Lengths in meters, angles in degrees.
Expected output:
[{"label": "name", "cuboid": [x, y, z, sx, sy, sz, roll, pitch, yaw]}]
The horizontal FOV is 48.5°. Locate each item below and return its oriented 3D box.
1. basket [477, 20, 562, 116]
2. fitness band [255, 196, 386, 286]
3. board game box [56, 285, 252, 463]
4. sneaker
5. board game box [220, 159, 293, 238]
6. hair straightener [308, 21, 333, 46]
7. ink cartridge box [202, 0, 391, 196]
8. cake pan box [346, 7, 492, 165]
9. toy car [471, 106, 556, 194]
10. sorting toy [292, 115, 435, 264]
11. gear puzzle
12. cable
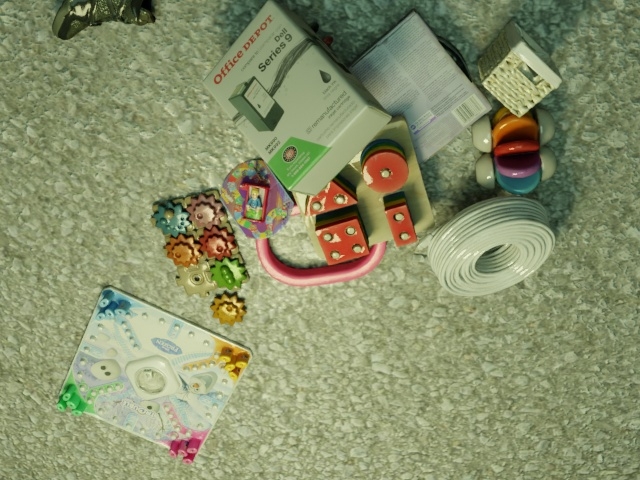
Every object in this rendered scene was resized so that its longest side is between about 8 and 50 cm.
[{"label": "basket", "cuboid": [0.363, -0.317, 1.315, 0.113, 0.167, 0.103, 38, 117, -13]}, {"label": "fitness band", "cuboid": [0.000, 0.000, 1.557, 0.291, 0.054, 0.208, -9, 115, 10]}, {"label": "board game box", "cuboid": [-0.420, 0.349, 1.760, 0.390, 0.050, 0.390, 26, 115, -8]}, {"label": "sneaker", "cuboid": [-0.407, -0.437, 1.362, 0.228, 0.087, 0.130, -36, 102, 13]}, {"label": "board game box", "cuboid": [-0.143, -0.085, 1.502, 0.133, 0.033, 0.168, -36, 83, 16]}, {"label": "hair straightener", "cuboid": [-0.077, -0.343, 1.414, 0.089, 0.047, 0.230, 48, 118, 8]}, {"label": "ink cartridge box", "cuboid": [-0.049, -0.257, 1.296, 0.211, 0.121, 0.289, -46, 70, 18]}, {"label": "cake pan box", "cuboid": [0.167, -0.282, 1.402, 0.267, 0.070, 0.246, -39, 109, 20]}, {"label": "toy car", "cuboid": [0.386, -0.170, 1.397, 0.159, 0.136, 0.181, -7, 115, 8]}, {"label": "sorting toy", "cuboid": [0.079, -0.084, 1.416, 0.257, 0.089, 0.255, -15, 121, 10]}, {"label": "gear puzzle", "cuboid": [-0.261, 0.058, 1.610, 0.176, 0.044, 0.338, -12, 114, 10]}, {"label": "cable", "cuboid": [0.351, 0.014, 1.459, 0.257, 0.089, 0.257, 16, 132, -35]}]
